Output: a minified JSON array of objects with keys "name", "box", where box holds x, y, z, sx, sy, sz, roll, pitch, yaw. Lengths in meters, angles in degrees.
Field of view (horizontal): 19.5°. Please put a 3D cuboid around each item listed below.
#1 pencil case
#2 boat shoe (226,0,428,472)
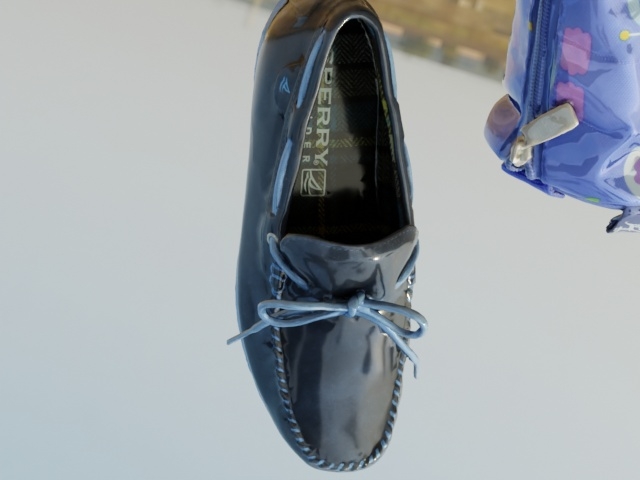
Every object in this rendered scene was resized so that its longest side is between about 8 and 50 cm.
[{"name":"pencil case","box":[0.154,-0.158,0.965,0.119,0.306,0.133,27,-141,31]},{"name":"boat shoe","box":[0.000,0.000,0.960,0.109,0.258,0.089,-11,-169,-15]}]
